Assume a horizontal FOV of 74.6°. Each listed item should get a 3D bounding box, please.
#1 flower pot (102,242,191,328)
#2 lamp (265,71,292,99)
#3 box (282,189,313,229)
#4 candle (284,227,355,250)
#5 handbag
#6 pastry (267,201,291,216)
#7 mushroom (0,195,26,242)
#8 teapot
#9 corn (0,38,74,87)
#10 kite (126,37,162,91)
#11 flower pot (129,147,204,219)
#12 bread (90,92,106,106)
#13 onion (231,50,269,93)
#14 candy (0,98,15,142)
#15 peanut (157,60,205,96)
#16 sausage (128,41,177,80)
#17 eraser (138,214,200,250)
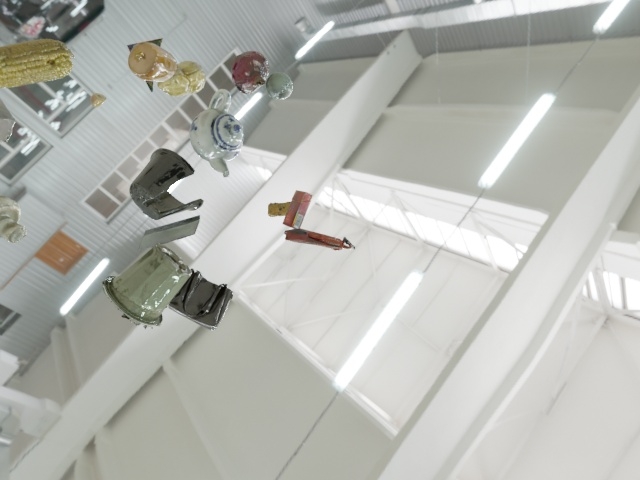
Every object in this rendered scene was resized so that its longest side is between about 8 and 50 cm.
[{"bbox_3d":[-0.670,0.169,1.684,0.259,0.290,0.290,-45,-143,-2],"label":"flower pot"},{"bbox_3d":[-0.160,-0.603,1.640,0.105,0.105,0.105,-24,-140,22],"label":"lamp"},{"bbox_3d":[-0.106,-0.141,1.928,0.112,0.048,0.175,20,-92,61],"label":"box"},{"bbox_3d":[0.000,0.000,1.698,0.084,0.301,0.059,-90,-164,-52],"label":"candle"},{"bbox_3d":[-0.616,0.300,2.183,0.113,0.285,0.257,-47,-164,54],"label":"handbag"},{"bbox_3d":[-0.193,-0.156,2.086,0.140,0.056,0.080,-2,-107,-3],"label":"pastry"},{"bbox_3d":[-1.417,-0.072,1.842,0.243,0.243,0.244,-24,-140,22],"label":"mushroom"},{"bbox_3d":[-0.462,-0.492,1.949,0.279,0.252,0.425,-5,-97,42],"label":"teapot"},{"bbox_3d":[-0.873,-0.519,1.232,0.119,0.119,0.322,-7,-157,37],"label":"corn"},{"bbox_3d":[-0.848,-0.885,2.047,0.321,0.233,0.016,-49,-178,46],"label":"kite"},{"bbox_3d":[-0.844,-0.267,2.224,0.378,0.380,0.251,-1,-144,41],"label":"flower pot"},{"bbox_3d":[-1.130,-0.724,2.141,0.103,0.049,0.062,-14,-91,41],"label":"bread"},{"bbox_3d":[-0.285,-0.679,1.692,0.173,0.135,0.198,-52,-146,12],"label":"onion"},{"bbox_3d":[-1.377,-0.499,1.699,0.195,0.184,0.137,49,-61,17],"label":"candy"},{"bbox_3d":[-0.586,-0.683,1.774,0.146,0.147,0.306,-17,-159,29],"label":"peanut"},{"bbox_3d":[-0.527,-0.566,1.357,0.112,0.112,0.328,-37,-163,6],"label":"sausage"},{"bbox_3d":[-0.809,-0.045,2.258,0.351,0.078,0.111,-18,-156,-10],"label":"eraser"}]
